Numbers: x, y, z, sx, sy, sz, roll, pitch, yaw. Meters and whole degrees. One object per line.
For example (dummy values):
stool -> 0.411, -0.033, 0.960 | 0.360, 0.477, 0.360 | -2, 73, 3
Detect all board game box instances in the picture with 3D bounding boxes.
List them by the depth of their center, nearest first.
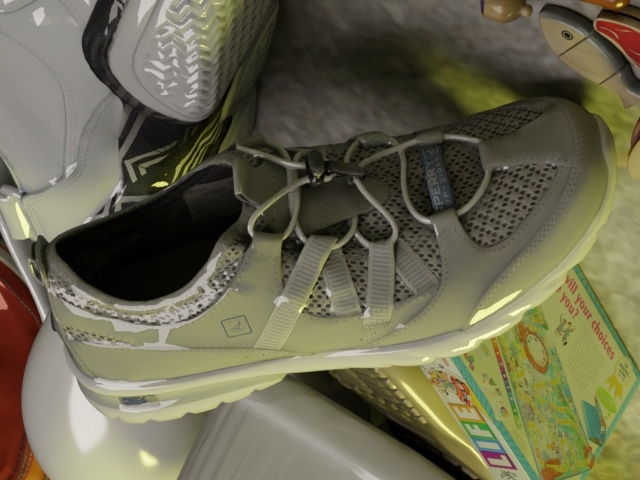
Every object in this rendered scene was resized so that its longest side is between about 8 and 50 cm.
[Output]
board game box -> 0.103, 0.056, 0.981 | 0.026, 0.103, 0.154 | 2, 136, 44

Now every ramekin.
ramekin -> 0.026, 0.194, 1.147 | 0.273, 0.127, 0.273 | 34, 172, 5

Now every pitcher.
pitcher -> -0.149, 0.067, 1.259 | 0.178, 0.125, 0.207 | 40, 145, 33

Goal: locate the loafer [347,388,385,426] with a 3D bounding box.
loafer -> 0.039, 0.063, 1.133 | 0.045, 0.039, 0.125 | 58, 160, 32

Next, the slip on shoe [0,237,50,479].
slip on shoe -> -0.223, 0.144, 1.346 | 0.123, 0.101, 0.331 | -10, 101, 20

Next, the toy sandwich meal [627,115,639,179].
toy sandwich meal -> 0.178, -0.033, 0.853 | 0.085, 0.029, 0.085 | 26, 149, 17

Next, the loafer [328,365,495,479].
loafer -> 0.084, 0.079, 1.051 | 0.102, 0.092, 0.268 | 29, 168, 36

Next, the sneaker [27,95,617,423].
sneaker -> 0.000, 0.000, 0.879 | 0.281, 0.105, 0.115 | -23, 140, 7

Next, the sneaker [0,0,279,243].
sneaker -> -0.143, -0.088, 0.980 | 0.210, 0.137, 0.366 | 24, 144, 5

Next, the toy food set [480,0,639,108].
toy food set -> 0.102, -0.106, 0.836 | 0.122, 0.019, 0.078 | 37, 150, -2
